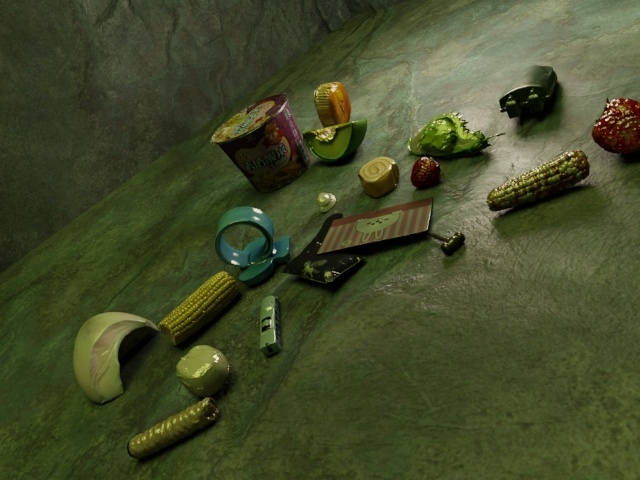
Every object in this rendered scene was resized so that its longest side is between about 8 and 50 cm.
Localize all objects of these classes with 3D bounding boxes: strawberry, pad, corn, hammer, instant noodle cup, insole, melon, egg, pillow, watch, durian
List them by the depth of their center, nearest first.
[{"bbox_3d":[0.686,-0.251,1.238,0.131,0.131,0.148,-32,20,-3],"label":"strawberry"},{"bbox_3d":[0.494,-0.131,1.274,0.237,0.079,0.079,-23,29,17],"label":"corn"},{"bbox_3d":[0.249,-0.025,1.401,0.058,0.029,0.292,-36,26,-14],"label":"hammer"},{"bbox_3d":[0.003,0.062,1.461,0.141,0.055,0.208,-38,28,-26],"label":"pillow"},{"bbox_3d":[0.148,-0.042,1.487,0.299,0.005,0.202,-12,25,22],"label":"pad"},{"bbox_3d":[-0.331,0.186,1.543,0.244,0.093,0.093,-42,30,-22],"label":"corn"},{"bbox_3d":[-0.606,0.297,1.557,0.206,0.162,0.271,-10,33,32],"label":"egg"},{"bbox_3d":[0.295,-0.192,1.573,0.096,0.083,0.083,-59,17,25],"label":"strawberry"},{"bbox_3d":[-0.203,-0.001,1.617,0.211,0.193,0.211,-24,30,15],"label":"watch"},{"bbox_3d":[0.000,0.000,1.620,0.086,0.005,0.253,-4,38,39],"label":"insole"},{"bbox_3d":[0.373,-0.309,1.658,0.132,0.106,0.375,-47,27,-18],"label":"durian"},{"bbox_3d":[0.081,-0.366,2.030,0.169,0.129,0.265,-24,15,-39],"label":"melon"},{"bbox_3d":[-0.211,-0.361,2.134,0.340,0.266,0.340,-23,30,14],"label":"instant noodle cup"}]

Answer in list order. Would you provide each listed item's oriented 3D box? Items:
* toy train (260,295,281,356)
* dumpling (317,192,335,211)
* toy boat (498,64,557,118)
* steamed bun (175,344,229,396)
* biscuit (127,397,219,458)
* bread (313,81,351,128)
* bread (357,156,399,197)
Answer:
[{"bbox_3d":[-0.125,0.200,1.372,0.043,0.047,0.207,-25,30,9],"label":"toy train"},{"bbox_3d":[0.019,-0.125,1.769,0.059,0.043,0.077,-4,28,3],"label":"dumpling"},{"bbox_3d":[0.634,-0.461,1.671,0.141,0.092,0.319,-10,27,35],"label":"toy boat"},{"bbox_3d":[-0.266,0.305,1.289,0.130,0.091,0.112,8,45,48],"label":"steamed bun"},{"bbox_3d":[-0.322,0.410,1.206,0.219,0.061,0.055,-29,49,3],"label":"biscuit"},{"bbox_3d":[0.054,-0.544,2.258,0.114,0.190,0.132,4,46,36],"label":"bread"},{"bbox_3d":[0.179,-0.201,1.699,0.122,0.073,0.149,-28,28,0],"label":"bread"}]
